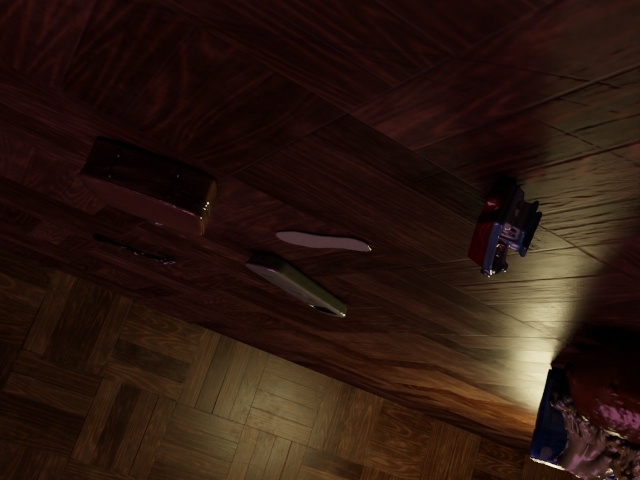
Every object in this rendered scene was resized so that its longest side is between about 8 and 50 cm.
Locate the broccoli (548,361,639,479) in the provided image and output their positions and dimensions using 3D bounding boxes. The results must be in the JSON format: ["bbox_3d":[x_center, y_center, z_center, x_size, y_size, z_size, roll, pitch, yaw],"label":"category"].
[{"bbox_3d":[0.529,0.360,1.223,0.288,0.246,0.248,33,-158,18],"label":"broccoli"}]

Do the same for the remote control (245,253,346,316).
[{"bbox_3d":[-0.043,0.098,1.429,0.090,0.038,0.309,8,161,34],"label":"remote control"}]

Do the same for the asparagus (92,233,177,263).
[{"bbox_3d":[-0.465,0.024,1.696,0.232,0.023,0.022,17,-152,9],"label":"asparagus"}]

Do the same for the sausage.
[{"bbox_3d":[0.525,0.247,1.062,0.267,0.153,0.141,17,153,6],"label":"sausage"}]

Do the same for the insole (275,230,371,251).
[{"bbox_3d":[0.000,0.000,1.112,0.197,0.004,0.065,4,158,42],"label":"insole"}]

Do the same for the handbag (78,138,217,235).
[{"bbox_3d":[-0.257,-0.076,1.035,0.193,0.072,0.151,18,164,-1],"label":"handbag"}]

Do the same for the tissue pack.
[{"bbox_3d":[0.596,0.403,1.422,0.263,0.198,0.146,10,165,30],"label":"tissue pack"}]

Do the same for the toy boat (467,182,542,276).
[{"bbox_3d":[0.202,-0.004,0.749,0.058,0.069,0.173,23,161,15],"label":"toy boat"}]
